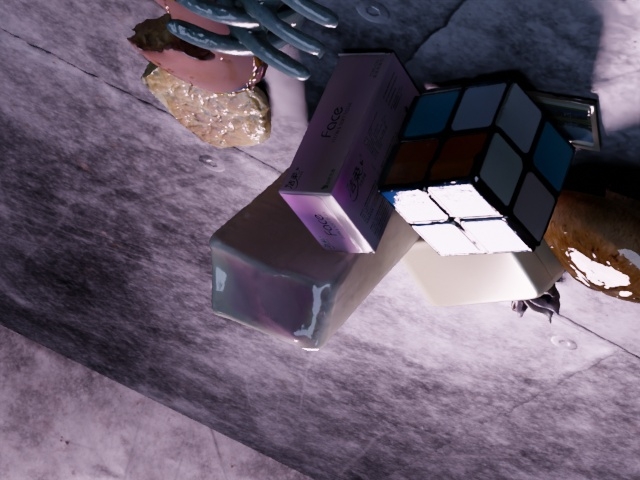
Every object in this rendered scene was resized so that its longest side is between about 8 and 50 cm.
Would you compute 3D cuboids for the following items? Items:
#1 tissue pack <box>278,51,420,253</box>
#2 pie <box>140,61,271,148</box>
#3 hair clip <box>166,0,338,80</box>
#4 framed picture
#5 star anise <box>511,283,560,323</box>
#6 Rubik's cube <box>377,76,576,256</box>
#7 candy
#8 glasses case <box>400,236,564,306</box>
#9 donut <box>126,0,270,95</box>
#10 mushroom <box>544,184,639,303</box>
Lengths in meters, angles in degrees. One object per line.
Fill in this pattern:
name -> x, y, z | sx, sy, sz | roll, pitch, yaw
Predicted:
tissue pack -> 0.051, -0.125, 2.007 | 0.093, 0.246, 0.148 | 5, 148, 34
pie -> -0.162, -0.213, 2.238 | 0.185, 0.052, 0.218 | -3, 142, 46
hair clip -> -0.025, -0.355, 1.639 | 0.392, 0.238, 0.318 | 26, 152, -6
framed picture -> 0.306, -0.167, 1.985 | 0.149, 0.011, 0.109 | 12, 152, 22
star anise -> 0.317, 0.063, 2.367 | 0.181, 0.061, 0.204 | 14, 152, 33
Rubik's cube -> 0.212, -0.097, 1.979 | 0.183, 0.180, 0.167 | -5, 142, 42
candy -> 0.002, 0.002, 2.176 | 0.208, 0.358, 0.145 | 17, 124, 20
glasses case -> 0.241, 0.029, 2.263 | 0.131, 0.070, 0.313 | 55, 155, -11
donut -> -0.157, -0.293, 2.039 | 0.199, 0.085, 0.233 | 28, 154, -9
mushroom -> 0.432, 0.013, 2.066 | 0.278, 0.146, 0.278 | 28, 175, 3
